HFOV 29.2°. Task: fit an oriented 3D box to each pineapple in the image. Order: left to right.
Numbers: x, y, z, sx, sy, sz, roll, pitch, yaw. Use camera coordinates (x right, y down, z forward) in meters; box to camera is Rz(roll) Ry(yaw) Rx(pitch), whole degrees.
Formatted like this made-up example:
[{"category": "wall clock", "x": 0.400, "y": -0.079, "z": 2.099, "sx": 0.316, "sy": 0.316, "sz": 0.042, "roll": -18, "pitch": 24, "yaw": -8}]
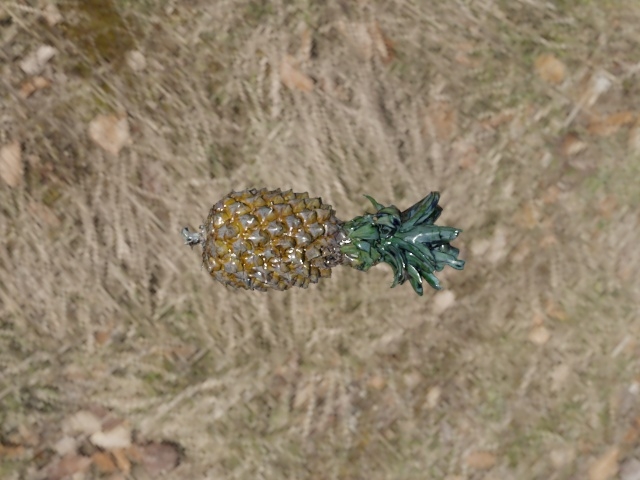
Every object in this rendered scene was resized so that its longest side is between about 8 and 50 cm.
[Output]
[{"category": "pineapple", "x": 0.001, "y": 0.001, "z": 0.972, "sx": 0.221, "sy": 0.083, "sz": 0.103, "roll": 1, "pitch": 167, "yaw": -9}]
